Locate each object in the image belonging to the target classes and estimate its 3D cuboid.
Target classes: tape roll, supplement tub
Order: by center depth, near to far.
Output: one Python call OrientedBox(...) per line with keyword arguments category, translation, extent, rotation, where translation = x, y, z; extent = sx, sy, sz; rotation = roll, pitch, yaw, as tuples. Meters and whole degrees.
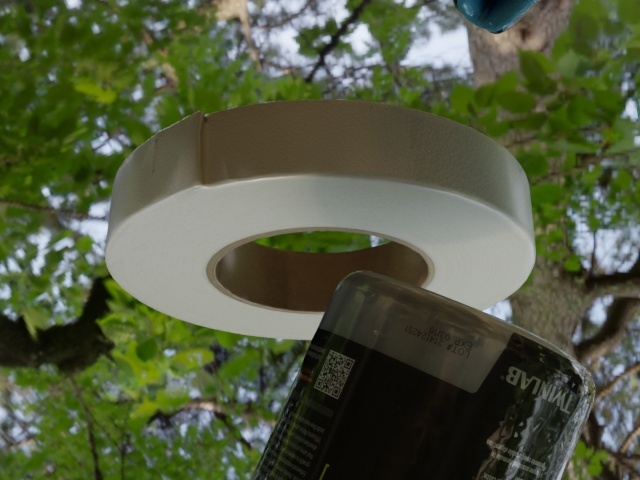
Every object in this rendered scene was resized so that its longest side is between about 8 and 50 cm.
OrientedBox(category="supplement tub", translation=(0.041, 0.196, 0.653), extent=(0.193, 0.193, 0.316), rotation=(21, -97, 31))
OrientedBox(category="tape roll", translation=(0.000, 0.000, 0.890), extent=(0.391, 0.392, 0.072), rotation=(-5, -114, 11))

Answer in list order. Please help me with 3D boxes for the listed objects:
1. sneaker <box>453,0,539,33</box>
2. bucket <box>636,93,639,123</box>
OrientedBox(category="sneaker", translation=(0.189, -0.263, 0.634), extent=(0.125, 0.341, 0.140), rotation=(28, -116, 0))
OrientedBox(category="bucket", translation=(0.426, -0.125, 0.807), extent=(0.281, 0.281, 0.183), rotation=(-37, -144, -19))
